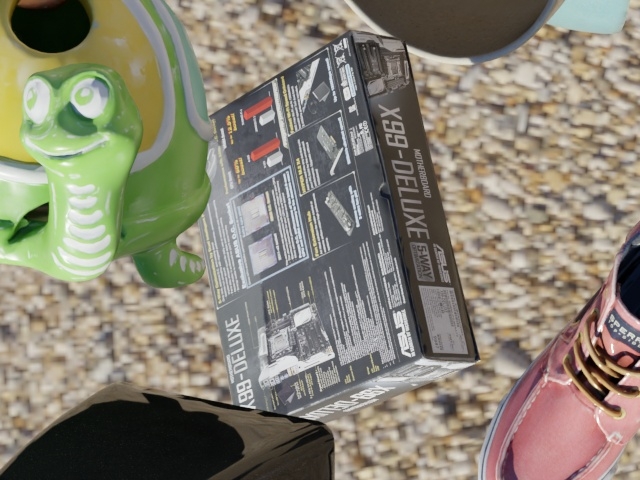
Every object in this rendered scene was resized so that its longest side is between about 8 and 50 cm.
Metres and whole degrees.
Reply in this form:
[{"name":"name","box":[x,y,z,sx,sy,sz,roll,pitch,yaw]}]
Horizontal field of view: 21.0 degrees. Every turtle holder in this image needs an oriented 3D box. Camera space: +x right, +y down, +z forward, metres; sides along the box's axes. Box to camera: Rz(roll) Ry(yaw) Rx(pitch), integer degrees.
[{"name":"turtle holder","box":[-0.199,-0.087,1.179,0.243,0.320,0.227,7,108,11]}]

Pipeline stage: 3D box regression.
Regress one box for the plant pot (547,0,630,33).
[{"name":"plant pot","box":[0.271,-0.401,2.154,0.195,0.290,0.290,-1,88,1]}]

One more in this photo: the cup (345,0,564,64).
[{"name":"cup","box":[0.173,-0.379,1.780,0.331,0.237,0.331,24,132,30]}]

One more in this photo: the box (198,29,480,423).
[{"name":"box","box":[0.000,0.000,1.562,0.242,0.076,0.307,-27,68,41]}]

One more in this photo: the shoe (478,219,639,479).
[{"name":"shoe","box":[0.132,0.054,0.792,0.063,0.081,0.178,37,82,17]}]

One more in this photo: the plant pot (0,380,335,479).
[{"name":"plant pot","box":[-0.114,0.209,1.074,0.187,0.167,0.188,8,104,34]}]
